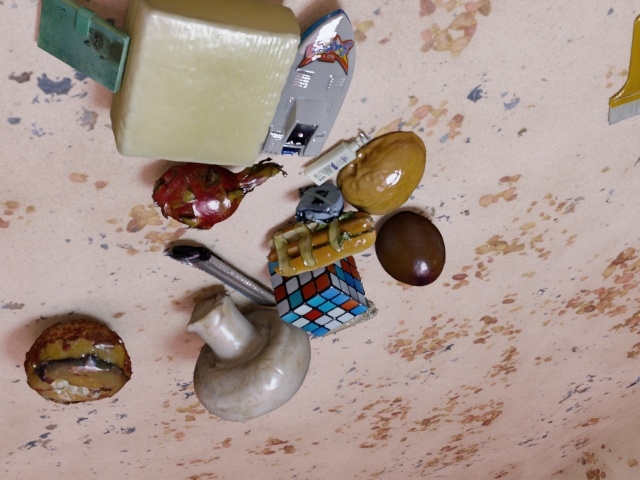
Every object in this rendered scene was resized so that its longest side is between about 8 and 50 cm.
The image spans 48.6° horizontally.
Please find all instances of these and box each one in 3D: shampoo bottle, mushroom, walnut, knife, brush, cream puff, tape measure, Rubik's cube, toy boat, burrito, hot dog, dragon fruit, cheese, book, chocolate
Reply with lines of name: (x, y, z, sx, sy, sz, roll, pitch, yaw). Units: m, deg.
shampoo bottle: (0.035, -0.159, 1.369, 0.141, 0.034, 0.049, -34, 133, 21)
mushroom: (-0.179, 0.257, 1.636, 0.298, 0.297, 0.290, -27, 119, 13)
walnut: (0.130, -0.116, 1.418, 0.167, 0.087, 0.211, 15, 133, -30)
knife: (-0.201, 0.081, 1.585, 0.089, 0.043, 0.365, 1, 158, 35)
brush: (0.621, -0.336, 1.386, 0.103, 0.013, 0.272, -20, 143, 3)
cream puff: (-0.540, 0.268, 1.593, 0.240, 0.164, 0.240, 0, 149, 0)
tape measure: (0.000, -0.074, 1.423, 0.094, 0.091, 0.054, -3, 138, 11)
Rubik's cube: (-0.005, 0.101, 1.587, 0.151, 0.155, 0.154, -34, 139, 22)
toy boat: (-0.017, -0.255, 1.179, 0.129, 0.088, 0.295, 2, 140, -24)
burrito: (0.060, 0.210, 1.844, 0.188, 0.045, 0.058, -24, 136, 13)
hot dog: (0.000, 0.000, 1.469, 0.270, 0.109, 0.072, -20, 163, 27)
dragon fruit: (-0.181, -0.097, 1.297, 0.246, 0.125, 0.125, -21, 141, -5)
cheese: (-0.183, -0.249, 1.095, 0.243, 0.124, 0.265, 0, 139, -27)
book: (-0.339, -0.285, 1.010, 0.135, 0.017, 0.103, 31, 133, 1)
chocolate: (0.201, 0.029, 1.572, 0.177, 0.176, 0.176, -11, 143, -8)
